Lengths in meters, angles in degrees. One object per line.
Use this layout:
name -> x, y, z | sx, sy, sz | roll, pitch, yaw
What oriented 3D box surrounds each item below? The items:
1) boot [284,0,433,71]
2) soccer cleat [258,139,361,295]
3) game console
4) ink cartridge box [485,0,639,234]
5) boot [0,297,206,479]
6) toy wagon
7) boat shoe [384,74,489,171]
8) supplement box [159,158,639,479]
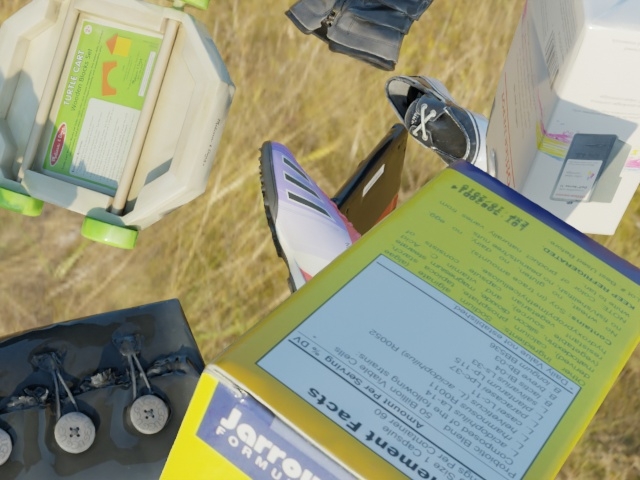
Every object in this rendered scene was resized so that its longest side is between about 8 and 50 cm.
boot -> 0.129, -0.309, 1.471 | 0.338, 0.118, 0.223 | 24, 89, 37
soccer cleat -> 0.000, 0.000, 1.496 | 0.116, 0.109, 0.318 | -17, 60, -4
game console -> 0.055, 0.003, 2.122 | 0.060, 0.342, 0.386 | 17, 34, 16
ink cartridge box -> 0.262, -0.150, 1.179 | 0.119, 0.353, 0.207 | 6, 53, -4
boot -> -0.291, 0.270, 1.133 | 0.445, 0.146, 0.367 | -8, 82, -37
toy wagon -> -0.255, -0.152, 1.190 | 0.344, 0.068, 0.267 | 18, 91, 23
boat shoe -> 0.195, -0.205, 2.005 | 0.102, 0.108, 0.301 | 8, 31, -27
supplement box -> 0.067, 0.122, 0.810 | 0.194, 0.195, 0.356 | 34, 36, 14
